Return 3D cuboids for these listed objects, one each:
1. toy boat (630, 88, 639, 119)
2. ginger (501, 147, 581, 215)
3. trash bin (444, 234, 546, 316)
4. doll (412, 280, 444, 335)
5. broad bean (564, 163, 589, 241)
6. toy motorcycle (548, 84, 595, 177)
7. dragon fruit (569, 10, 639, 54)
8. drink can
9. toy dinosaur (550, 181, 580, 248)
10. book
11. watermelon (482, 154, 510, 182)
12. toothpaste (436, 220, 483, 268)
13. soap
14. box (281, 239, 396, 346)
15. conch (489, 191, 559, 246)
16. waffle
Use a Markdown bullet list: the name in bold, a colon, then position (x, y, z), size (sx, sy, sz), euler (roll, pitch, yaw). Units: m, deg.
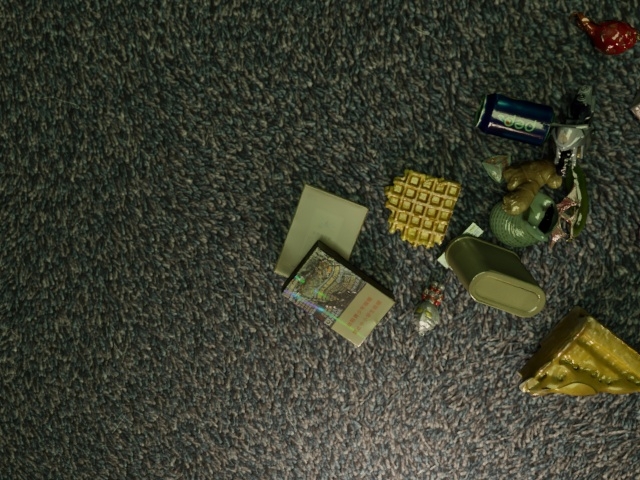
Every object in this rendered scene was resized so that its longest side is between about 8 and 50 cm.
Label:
- **toy boat**: position (1.010, -0.386, 1.579), size (0.276, 0.111, 0.293), euler (-41, 105, 21)
- **ginger**: position (0.627, -0.196, 1.648), size (0.333, 0.148, 0.081), euler (-35, 131, -6)
- **trash bin**: position (0.497, 0.100, 1.655), size (0.243, 0.247, 0.121), euler (19, 110, -11)
- **doll**: position (0.339, 0.214, 1.813), size (0.094, 0.079, 0.180), euler (22, 99, 31)
- **broad bean**: position (0.753, -0.121, 1.695), size (0.065, 0.046, 0.255), euler (-2, 103, 21)
- **toy motorcycle**: position (0.688, -0.309, 1.565), size (0.106, 0.159, 0.271), euler (14, 68, 31)
- **dragon fruit**: position (0.772, -0.568, 1.585), size (0.190, 0.094, 0.094), euler (31, 105, 22)
- **drink can**: position (0.548, -0.344, 1.636), size (0.204, 0.118, 0.118), euler (14, 104, 3)
- **toy dinosaur**: position (0.705, -0.074, 1.697), size (0.108, 0.032, 0.220), euler (25, 126, 24)
- **book**: position (0.000, 0.000, 1.832), size (0.216, 0.021, 0.311), euler (22, 104, 3)
- **watermelon**: position (0.523, -0.211, 1.696), size (0.085, 0.061, 0.085), euler (0, 90, 17)
- **toothpaste**: position (0.427, 0.015, 1.773), size (0.046, 0.034, 0.164), euler (41, 104, -2)
- **soap**: position (0.822, 0.420, 1.744), size (0.338, 0.169, 0.304), euler (37, 104, 0)
- **box**: position (0.056, 0.169, 1.810), size (0.310, 0.084, 0.198), euler (36, 103, -9)
- **conch**: position (0.594, -0.048, 1.684), size (0.172, 0.131, 0.200), euler (-35, 57, -11)
- **waffle**: position (0.289, -0.097, 1.755), size (0.218, 0.057, 0.230), euler (17, 105, 4)
